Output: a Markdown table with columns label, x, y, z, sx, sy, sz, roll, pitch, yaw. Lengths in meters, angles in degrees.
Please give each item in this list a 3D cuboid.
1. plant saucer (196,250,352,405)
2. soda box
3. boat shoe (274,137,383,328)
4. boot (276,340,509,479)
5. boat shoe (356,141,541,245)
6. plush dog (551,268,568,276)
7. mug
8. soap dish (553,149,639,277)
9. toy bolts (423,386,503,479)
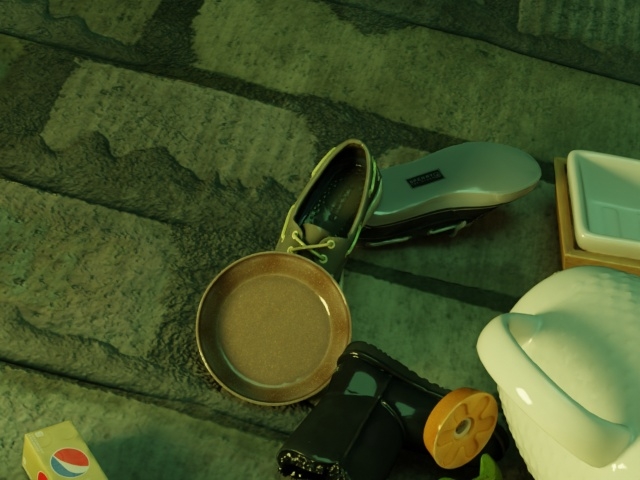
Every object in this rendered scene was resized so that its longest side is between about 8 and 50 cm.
| label | x | y | z | sx | sy | sz | roll | pitch | yaw |
| --- | --- | --- | --- | --- | --- | --- | --- | --- | --- |
| plant saucer | -0.059 | 0.114 | 2.021 | 0.198 | 0.036 | 0.198 | 1 | 77 | -2 |
| soda box | -0.273 | 0.293 | 1.799 | 0.061 | 0.058 | 0.181 | -16 | 48 | -31 |
| boat shoe | -0.004 | -0.001 | 2.117 | 0.109 | 0.091 | 0.305 | 18 | 63 | 17 |
| boot | 0.087 | 0.261 | 1.919 | 0.246 | 0.094 | 0.207 | 32 | 53 | -1 |
| boat shoe | 0.174 | -0.055 | 2.290 | 0.306 | 0.105 | 0.113 | -18 | 54 | -24 |
| plush dog | 0.380 | 0.180 | 2.026 | 0.225 | 0.262 | 0.210 | 22 | 74 | 23 |
| mug | 0.319 | 0.181 | 1.741 | 0.374 | 0.276 | 0.328 | 20 | 25 | -44 |
| soap dish | 0.480 | -0.010 | 2.317 | 0.291 | 0.118 | 0.229 | 10 | 41 | -5 |
| toy bolts | 0.167 | 0.309 | 1.803 | 0.228 | 0.218 | 0.158 | -27 | 42 | -29 |
